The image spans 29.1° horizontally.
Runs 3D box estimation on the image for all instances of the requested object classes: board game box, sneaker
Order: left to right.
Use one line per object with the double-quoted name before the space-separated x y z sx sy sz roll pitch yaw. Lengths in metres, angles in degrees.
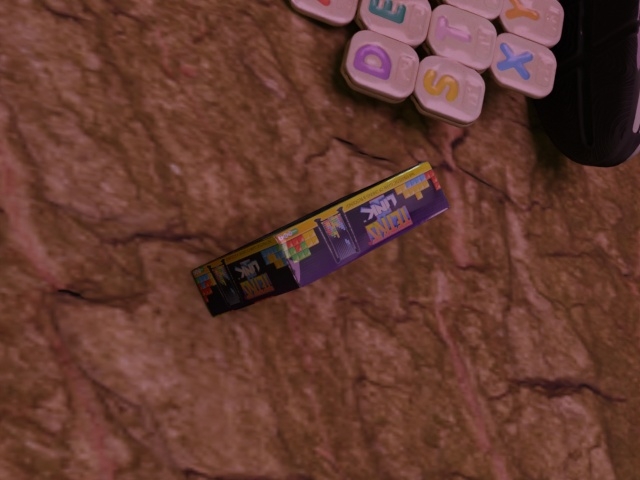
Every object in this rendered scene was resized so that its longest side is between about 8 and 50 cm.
"board game box" 0.000 0.000 1.015 0.170 0.141 0.048 -27 94 -35
"sneaker" 0.369 -0.269 1.309 0.258 0.169 0.447 15 69 -29

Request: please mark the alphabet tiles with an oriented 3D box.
"alphabet tiles" 0.112 -0.252 1.181 0.278 0.021 0.284 19 69 -13
